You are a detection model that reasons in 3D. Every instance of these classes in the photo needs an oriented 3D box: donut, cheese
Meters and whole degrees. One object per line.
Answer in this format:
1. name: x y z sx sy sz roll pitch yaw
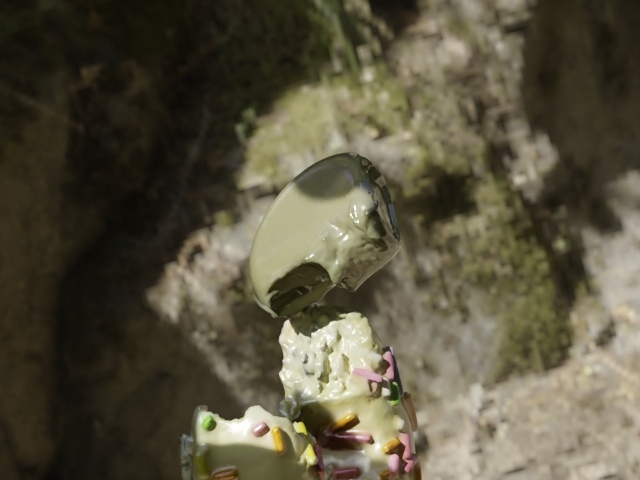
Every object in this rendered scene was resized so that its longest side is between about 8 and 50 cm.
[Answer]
1. donut: -0.004 0.253 1.995 0.150 0.307 0.371 -10 17 27
2. cheese: 0.000 0.000 2.031 0.202 0.091 0.175 -43 36 18
